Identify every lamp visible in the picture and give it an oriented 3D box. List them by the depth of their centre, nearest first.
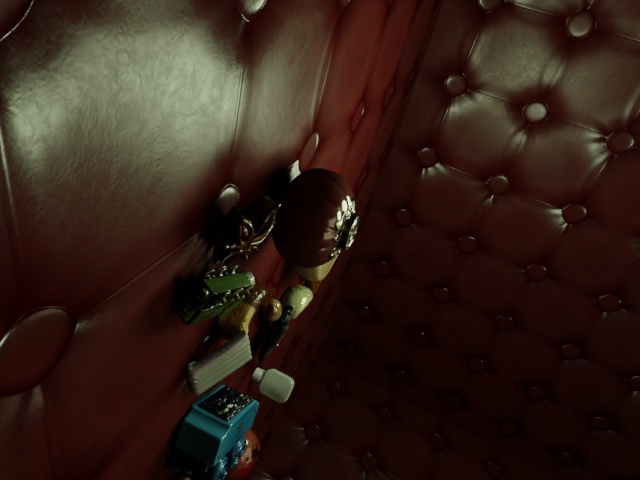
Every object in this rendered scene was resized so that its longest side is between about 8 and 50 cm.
[{"bbox_3d":[-0.019,-0.066,1.353,0.303,0.256,0.303,22,90,-78],"label":"lamp"}]

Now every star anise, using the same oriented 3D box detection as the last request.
[{"bbox_3d":[-0.182,-0.030,1.081,0.220,0.099,0.214,-50,175,32],"label":"star anise"}]

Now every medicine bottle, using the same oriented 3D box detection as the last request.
[{"bbox_3d":[-0.231,0.128,1.283,0.089,0.057,0.057,-48,158,-57],"label":"medicine bottle"},{"bbox_3d":[-0.216,0.640,2.029,0.119,0.183,0.069,-65,169,-4],"label":"medicine bottle"}]

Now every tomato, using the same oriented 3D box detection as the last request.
[{"bbox_3d":[-0.353,0.892,1.913,0.208,0.184,0.208,-61,168,-21],"label":"tomato"}]

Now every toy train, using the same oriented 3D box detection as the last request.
[{"bbox_3d":[-0.251,0.130,1.075,0.137,0.090,0.225,-42,169,15],"label":"toy train"},{"bbox_3d":[-0.339,0.634,1.497,0.300,0.187,0.265,-7,115,-75],"label":"toy train"}]

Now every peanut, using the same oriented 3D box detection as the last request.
[{"bbox_3d":[-0.185,0.271,1.728,0.076,0.076,0.152,-60,172,-26],"label":"peanut"}]

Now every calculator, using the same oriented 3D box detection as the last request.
[{"bbox_3d":[-0.187,0.381,1.837,0.268,0.040,0.177,-58,-170,33],"label":"calculator"}]

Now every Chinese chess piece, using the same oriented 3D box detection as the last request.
[{"bbox_3d":[0.000,0.000,1.852,0.338,0.140,0.338,23,90,-79],"label":"Chinese chess piece"}]

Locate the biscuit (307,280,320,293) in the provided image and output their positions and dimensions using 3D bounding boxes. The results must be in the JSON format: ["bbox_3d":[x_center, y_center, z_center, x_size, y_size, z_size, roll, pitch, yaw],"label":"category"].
[{"bbox_3d":[0.007,0.122,2.326,0.277,0.052,0.262,-53,162,-38],"label":"biscuit"}]

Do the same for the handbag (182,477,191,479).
[{"bbox_3d":[-0.477,0.887,1.570,0.241,0.109,0.316,-34,141,-38],"label":"handbag"}]

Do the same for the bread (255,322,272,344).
[{"bbox_3d":[-0.227,0.375,1.818,0.036,0.046,0.083,37,73,-47],"label":"bread"}]

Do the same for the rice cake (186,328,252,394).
[{"bbox_3d":[-0.294,0.359,1.324,0.198,0.037,0.189,-28,149,-26],"label":"rice cake"}]

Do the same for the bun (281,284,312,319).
[{"bbox_3d":[-0.112,0.263,1.973,0.164,0.111,0.188,-52,176,20],"label":"bun"}]

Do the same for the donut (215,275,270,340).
[{"bbox_3d":[-0.229,0.206,1.373,0.217,0.085,0.141,-59,167,-23],"label":"donut"}]
